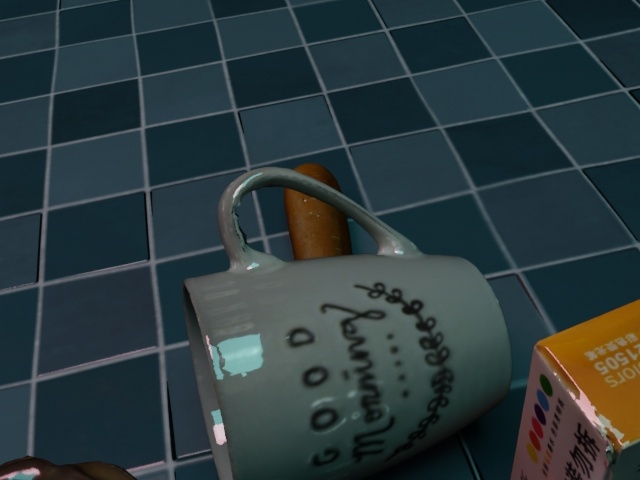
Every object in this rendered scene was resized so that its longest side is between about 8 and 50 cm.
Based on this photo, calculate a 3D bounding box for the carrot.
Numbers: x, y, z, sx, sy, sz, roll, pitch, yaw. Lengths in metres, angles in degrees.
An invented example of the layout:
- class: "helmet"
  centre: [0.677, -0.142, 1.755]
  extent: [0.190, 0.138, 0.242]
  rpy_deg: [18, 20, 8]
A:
- class: "carrot"
  centre: [0.000, 0.000, 0.762]
  extent: [0.067, 0.067, 0.225]
  rpy_deg: [-8, 48, -1]

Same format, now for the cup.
- class: "cup"
  centre: [0.013, 0.062, 0.582]
  extent: [0.234, 0.258, 0.186]
  rpy_deg: [-14, 7, -15]

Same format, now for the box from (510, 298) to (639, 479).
- class: "box"
  centre: [0.274, 0.116, 0.514]
  extent: [0.273, 0.221, 0.091]
  rpy_deg: [-21, 46, -11]

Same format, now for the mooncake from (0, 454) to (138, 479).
- class: "mooncake"
  centre: [-0.162, 0.295, 0.415]
  extent: [0.324, 0.187, 0.324]
  rpy_deg: [-5, 45, 5]
